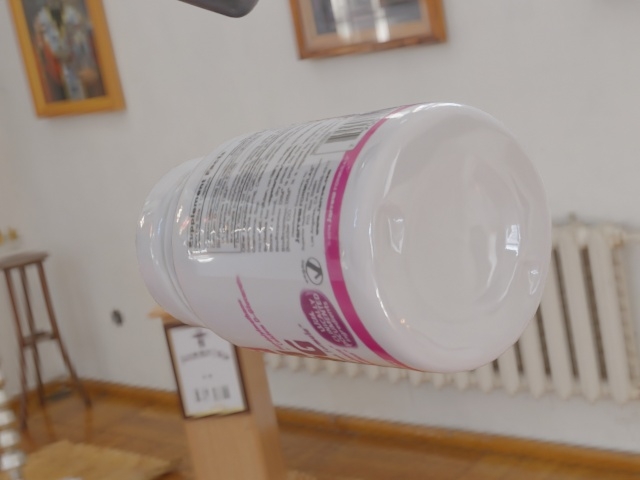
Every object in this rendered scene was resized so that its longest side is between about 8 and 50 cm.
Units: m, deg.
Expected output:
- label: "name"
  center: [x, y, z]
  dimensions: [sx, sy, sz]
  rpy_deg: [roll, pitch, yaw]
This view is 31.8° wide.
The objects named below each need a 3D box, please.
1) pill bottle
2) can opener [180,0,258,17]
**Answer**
- label: "pill bottle"
  center: [0.000, 0.000, 0.757]
  dimensions: [0.160, 0.160, 0.283]
  rpy_deg: [-19, 10, -35]
- label: "can opener"
  center: [-0.169, -0.176, 0.631]
  dimensions: [0.281, 0.093, 0.074]
  rpy_deg: [14, -6, 0]
